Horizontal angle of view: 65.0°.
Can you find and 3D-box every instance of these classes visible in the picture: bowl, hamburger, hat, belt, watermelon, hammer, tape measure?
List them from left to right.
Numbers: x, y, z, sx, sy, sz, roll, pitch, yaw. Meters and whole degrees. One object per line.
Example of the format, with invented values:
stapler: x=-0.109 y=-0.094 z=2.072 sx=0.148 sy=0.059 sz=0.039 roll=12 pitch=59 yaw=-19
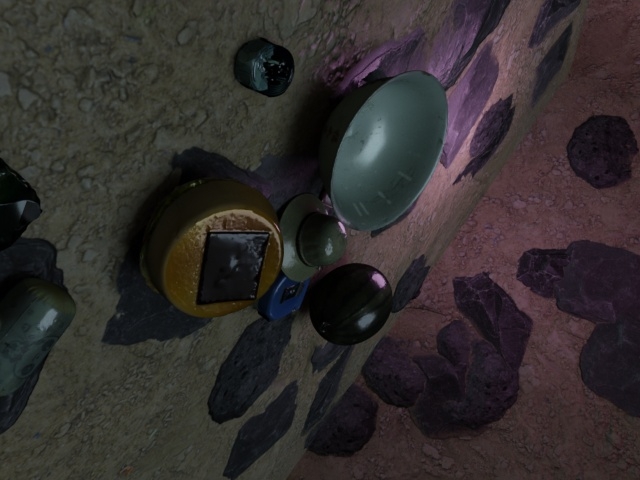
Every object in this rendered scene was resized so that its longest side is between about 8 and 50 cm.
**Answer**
hammer: x=-0.534 y=0.116 z=0.743 sx=0.202 sy=0.113 sz=0.305 roll=-56 pitch=147 yaw=-9
hamburger: x=-0.219 y=0.010 z=1.028 sx=0.299 sy=0.176 sz=0.301 roll=-14 pitch=122 yaw=-24
belt: x=-0.108 y=-0.345 z=1.006 sx=0.140 sy=0.058 sz=0.105 roll=-15 pitch=130 yaw=-54
tape measure: x=-0.091 y=0.079 z=1.499 sx=0.215 sy=0.097 sz=0.352 roll=-20 pitch=134 yaw=-54
hat: x=0.000 y=0.000 z=1.418 sx=0.257 sy=0.130 sz=0.258 roll=-17 pitch=111 yaw=-52
watermelon: x=0.106 y=0.233 z=1.819 sx=0.359 sy=0.278 sz=0.279 roll=-37 pitch=149 yaw=-39
bowl: x=0.127 y=-0.257 z=1.339 sx=0.434 sy=0.196 sz=0.435 roll=-28 pitch=136 yaw=-32

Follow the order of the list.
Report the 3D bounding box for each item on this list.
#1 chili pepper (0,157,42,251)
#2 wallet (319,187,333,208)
chili pepper: x=-0.455 y=-0.068 z=0.628 sx=0.148 sy=0.116 sz=0.265 roll=-33 pitch=146 yaw=-35
wallet: x=0.087 y=-0.200 z=1.512 sx=0.119 sy=0.025 sz=0.232 roll=16 pitch=109 yaw=-28
